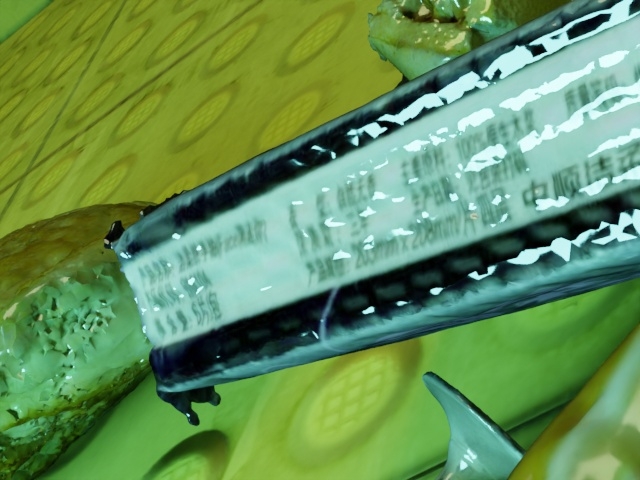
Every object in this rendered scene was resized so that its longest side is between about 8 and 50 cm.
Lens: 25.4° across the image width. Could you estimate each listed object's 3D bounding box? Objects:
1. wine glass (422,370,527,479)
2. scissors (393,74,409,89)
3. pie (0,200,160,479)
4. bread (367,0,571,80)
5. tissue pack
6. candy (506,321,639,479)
[{"bbox_3d":[0.011,0.160,0.638,0.202,0.093,0.093,-46,22,-8],"label":"wine glass"},{"bbox_3d":[0.071,-0.124,1.149,0.088,0.017,0.220,-22,31,37],"label":"scissors"},{"bbox_3d":[-0.234,0.092,1.071,0.418,0.180,0.395,-29,10,12],"label":"pie"},{"bbox_3d":[0.103,-0.137,1.024,0.156,0.103,0.110,-34,35,36],"label":"bread"},{"bbox_3d":[0.105,-0.029,0.671,0.259,0.122,0.361,-17,-4,-44],"label":"tissue pack"},{"bbox_3d":[0.163,0.108,0.436,0.260,0.118,0.260,-34,26,19],"label":"candy"}]
